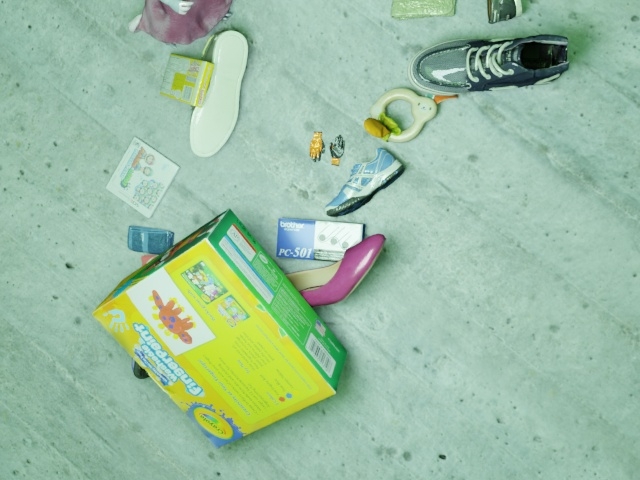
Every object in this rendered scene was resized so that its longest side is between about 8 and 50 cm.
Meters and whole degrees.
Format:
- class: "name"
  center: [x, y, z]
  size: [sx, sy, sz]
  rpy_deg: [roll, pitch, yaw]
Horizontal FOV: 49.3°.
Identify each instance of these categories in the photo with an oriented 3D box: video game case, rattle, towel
- class: "video game case"
  center: [-0.452, -0.160, 1.773]
  size: [0.143, 0.019, 0.157]
  rpy_deg: [34, 100, 7]
- class: "rattle"
  center: [0.201, -0.303, 1.562]
  size: [0.199, 0.143, 0.130]
  rpy_deg: [-18, 72, 19]
- class: "towel"
  center: [0.233, -0.561, 1.587]
  size: [0.148, 0.027, 0.110]
  rpy_deg: [0, 94, 12]
- class: "towel"
  center: [-0.434, 0.001, 1.777]
  size: [0.119, 0.029, 0.067]
  rpy_deg: [7, 97, 11]

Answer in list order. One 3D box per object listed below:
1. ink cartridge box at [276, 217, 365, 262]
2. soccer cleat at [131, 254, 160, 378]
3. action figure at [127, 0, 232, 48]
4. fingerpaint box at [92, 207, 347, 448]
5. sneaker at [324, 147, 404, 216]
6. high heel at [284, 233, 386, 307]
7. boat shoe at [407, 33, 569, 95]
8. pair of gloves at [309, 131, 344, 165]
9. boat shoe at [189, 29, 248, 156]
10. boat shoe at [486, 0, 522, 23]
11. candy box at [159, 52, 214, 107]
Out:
- class: "ink cartridge box"
  center: [0.000, 0.000, 1.674]
  size: [0.207, 0.046, 0.097]
  rpy_deg: [4, 95, 12]
- class: "soccer cleat"
  center: [-0.431, 0.191, 1.766]
  size: [0.116, 0.108, 0.318]
  rpy_deg: [20, 101, 31]
- class: "action figure"
  center: [-0.336, -0.620, 1.546]
  size: [0.275, 0.370, 0.248]
  rpy_deg: [23, 72, 23]
- class: "fingerpaint box"
  center: [-0.221, 0.210, 1.582]
  size: [0.371, 0.163, 0.445]
  rpy_deg: [-31, 106, 26]
- class: "sneaker"
  center: [0.093, -0.132, 1.633]
  size: [0.211, 0.080, 0.081]
  rpy_deg: [-37, 80, 3]
- class: "high heel"
  center: [-0.018, 0.075, 1.608]
  size: [0.181, 0.127, 0.377]
  rpy_deg: [42, 117, -3]
- class: "boat shoe"
  center: [0.359, -0.384, 1.483]
  size: [0.340, 0.158, 0.127]
  rpy_deg: [-6, 93, 3]
- class: "pair of gloves"
  center: [0.015, -0.220, 1.671]
  size: [0.083, 0.010, 0.074]
  rpy_deg: [11, 97, 10]
- class: "boat shoe"
  center: [-0.254, -0.354, 1.678]
  size: [0.109, 0.091, 0.305]
  rpy_deg: [9, 105, -32]
- class: "boat shoe"
  center: [0.372, -0.593, 1.525]
  size: [0.079, 0.084, 0.233]
  rpy_deg: [-16, 94, 13]
- class: "candy box"
  center: [-0.322, -0.383, 1.659]
  size: [0.206, 0.027, 0.105]
  rpy_deg: [28, 101, 51]
